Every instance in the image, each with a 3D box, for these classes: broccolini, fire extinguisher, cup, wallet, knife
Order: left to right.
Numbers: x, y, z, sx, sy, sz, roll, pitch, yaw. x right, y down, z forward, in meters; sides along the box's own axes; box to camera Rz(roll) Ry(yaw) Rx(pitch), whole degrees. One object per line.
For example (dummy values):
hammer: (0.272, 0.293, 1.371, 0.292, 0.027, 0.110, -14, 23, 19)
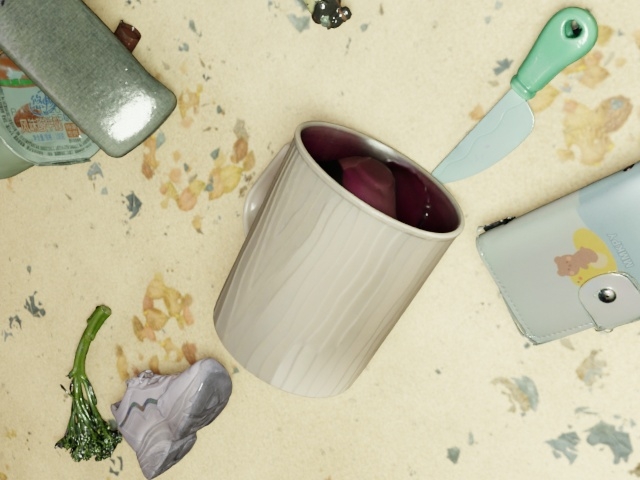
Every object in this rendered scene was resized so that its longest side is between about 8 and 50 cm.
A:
broccolini: (-0.358, 0.238, 1.313, 0.123, 0.062, 0.271, 17, 103, 17)
fire extinguisher: (-0.314, -0.260, 1.213, 0.056, 0.039, 0.132, 47, 118, 11)
cup: (-0.009, 0.004, 0.975, 0.288, 0.208, 0.273, 38, 117, 19)
knife: (0.219, -0.147, 0.927, 0.063, 0.034, 0.260, 43, 122, 11)
wallet: (0.298, 0.015, 0.878, 0.231, 0.069, 0.170, -26, 102, 34)

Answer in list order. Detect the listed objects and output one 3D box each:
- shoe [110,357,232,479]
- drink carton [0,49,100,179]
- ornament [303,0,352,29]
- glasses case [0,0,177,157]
shoe: (-0.227, 0.235, 1.207, 0.137, 0.095, 0.245, 45, 123, 14)
drink carton: (-0.462, -0.179, 1.234, 0.190, 0.185, 0.191, -17, 90, 34)
ornament: (-0.035, -0.343, 0.992, 0.153, 0.166, 0.196, -14, 105, 32)
glasses case: (-0.349, -0.263, 1.130, 0.131, 0.074, 0.323, -44, 101, -1)
